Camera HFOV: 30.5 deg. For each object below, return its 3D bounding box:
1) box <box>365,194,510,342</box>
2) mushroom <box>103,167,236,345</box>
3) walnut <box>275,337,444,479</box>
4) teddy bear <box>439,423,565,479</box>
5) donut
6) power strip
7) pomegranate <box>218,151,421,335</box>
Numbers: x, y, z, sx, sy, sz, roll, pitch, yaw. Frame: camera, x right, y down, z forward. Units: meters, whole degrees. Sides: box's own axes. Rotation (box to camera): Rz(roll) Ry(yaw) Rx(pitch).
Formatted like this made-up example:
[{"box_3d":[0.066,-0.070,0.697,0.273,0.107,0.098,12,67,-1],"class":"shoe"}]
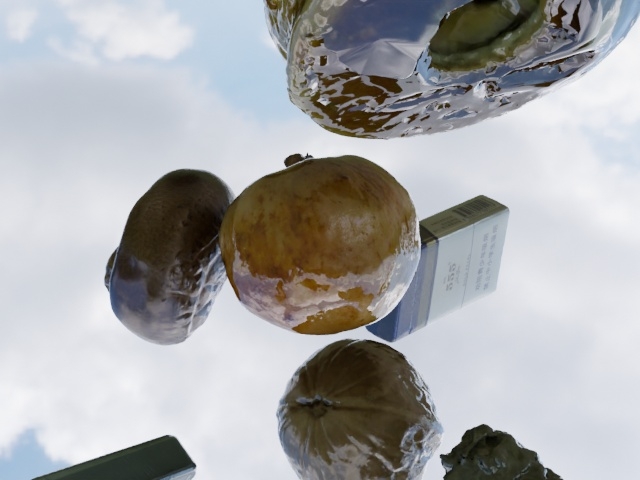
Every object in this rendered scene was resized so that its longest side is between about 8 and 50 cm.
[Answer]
[{"box_3d":[0.182,0.041,1.821,0.259,0.168,0.071,-20,-143,-40],"class":"box"},{"box_3d":[-0.192,0.020,1.539,0.153,0.253,0.253,25,-152,0],"class":"mushroom"},{"box_3d":[0.054,0.238,1.506,0.227,0.228,0.228,3,-154,-2],"class":"walnut"},{"box_3d":[0.199,0.444,1.292,0.224,0.357,0.367,10,-144,26],"class":"teddy bear"},{"box_3d":[0.110,-0.216,0.932,0.330,0.330,0.160,-10,-112,-26],"class":"donut"},{"box_3d":[-0.259,0.295,1.206,0.059,0.194,0.265,48,-160,17],"class":"power strip"},{"box_3d":[0.000,0.000,1.425,0.248,0.248,0.248,3,-154,-2],"class":"pomegranate"}]
